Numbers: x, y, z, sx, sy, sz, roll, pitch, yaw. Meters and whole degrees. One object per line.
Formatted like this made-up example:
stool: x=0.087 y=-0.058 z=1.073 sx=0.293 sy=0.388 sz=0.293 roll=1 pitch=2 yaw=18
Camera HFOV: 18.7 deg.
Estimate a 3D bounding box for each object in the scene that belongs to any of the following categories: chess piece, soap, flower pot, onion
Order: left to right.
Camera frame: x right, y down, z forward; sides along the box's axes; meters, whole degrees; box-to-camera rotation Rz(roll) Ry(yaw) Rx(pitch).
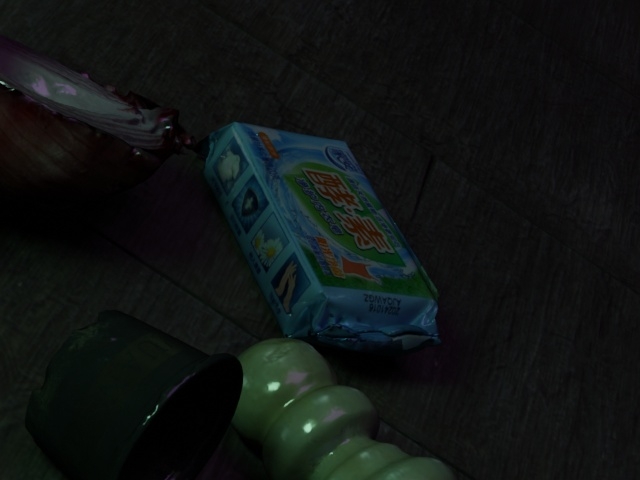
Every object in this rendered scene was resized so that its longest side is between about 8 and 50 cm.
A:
onion: x=-0.228 y=-0.088 z=1.657 sx=0.283 sy=0.120 sz=0.227 roll=17 pitch=17 yaw=-42
flower pot: x=-0.145 y=0.126 z=1.445 sx=0.107 sy=0.157 sz=0.157 roll=33 pitch=27 yaw=21
soap: x=0.000 y=0.000 z=1.828 sx=0.156 sy=0.077 sz=0.293 roll=7 pitch=41 yaw=-40
chess piece: x=0.014 y=0.174 z=1.561 sx=0.133 sy=0.133 sz=0.243 roll=-4 pitch=44 yaw=-49
